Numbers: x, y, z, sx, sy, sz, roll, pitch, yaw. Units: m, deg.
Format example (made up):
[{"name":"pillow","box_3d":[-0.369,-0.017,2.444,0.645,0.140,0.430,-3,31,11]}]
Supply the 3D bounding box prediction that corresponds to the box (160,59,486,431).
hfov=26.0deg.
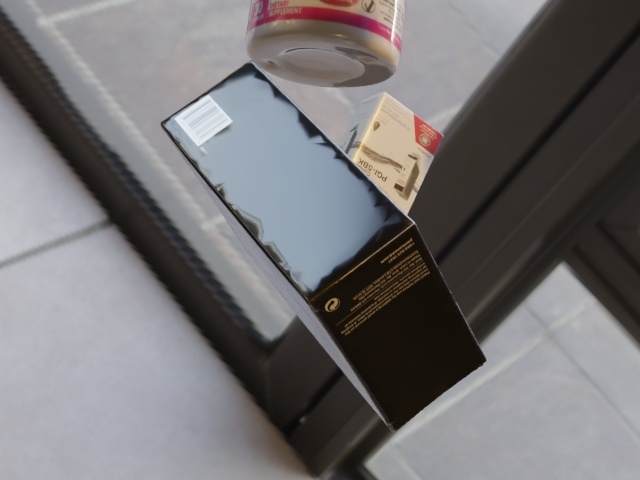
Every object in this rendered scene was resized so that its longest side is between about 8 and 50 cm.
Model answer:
[{"name":"box","box_3d":[0.000,0.000,1.107,0.103,0.184,0.261,-35,46,-7]}]

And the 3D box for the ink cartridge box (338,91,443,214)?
[{"name":"ink cartridge box","box_3d":[0.071,-0.090,1.630,0.099,0.056,0.135,34,67,-21]}]

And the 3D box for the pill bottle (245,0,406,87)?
[{"name":"pill bottle","box_3d":[0.016,-0.316,1.446,0.160,0.160,0.283,12,77,-24]}]
